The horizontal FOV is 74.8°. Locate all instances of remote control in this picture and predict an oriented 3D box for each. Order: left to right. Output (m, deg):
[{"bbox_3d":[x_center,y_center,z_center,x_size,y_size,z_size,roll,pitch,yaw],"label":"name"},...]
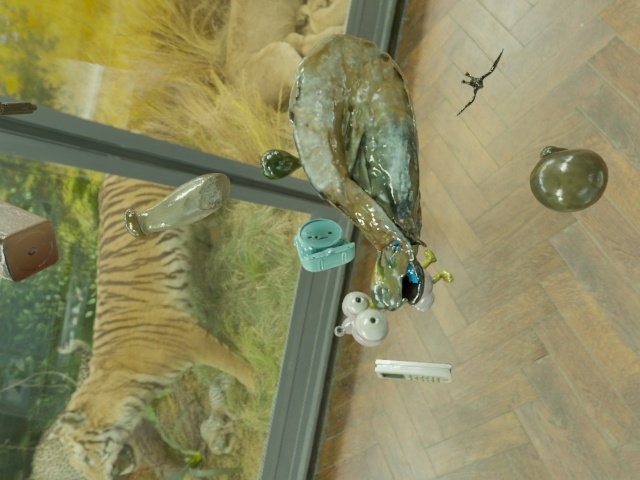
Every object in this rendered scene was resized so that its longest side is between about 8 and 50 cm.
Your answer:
[{"bbox_3d":[0.350,0.497,1.583,0.277,0.103,0.056,-2,59,16],"label":"remote control"}]

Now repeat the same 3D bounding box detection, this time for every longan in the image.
[{"bbox_3d":[0.657,-0.173,1.119,0.184,0.159,0.204,-24,59,8],"label":"longan"}]

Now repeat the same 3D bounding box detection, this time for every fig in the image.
[{"bbox_3d":[-0.130,-0.276,1.527,0.117,0.177,0.117,179,90,-81],"label":"fig"}]

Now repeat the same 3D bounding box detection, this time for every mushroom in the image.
[{"bbox_3d":[-0.444,-0.107,1.326,0.350,0.128,0.128,-24,59,-7],"label":"mushroom"}]

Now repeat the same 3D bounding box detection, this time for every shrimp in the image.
[{"bbox_3d":[0.078,-0.095,0.661,0.110,0.221,0.446,4,112,60],"label":"shrimp"}]

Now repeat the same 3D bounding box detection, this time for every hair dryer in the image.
[{"bbox_3d":[-0.817,-0.326,1.063,0.114,0.070,0.248,-36,18,11],"label":"hair dryer"}]

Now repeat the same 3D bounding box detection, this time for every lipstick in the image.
[{"bbox_3d":[-0.290,-0.014,0.344,0.145,0.045,0.045,18,123,14],"label":"lipstick"}]

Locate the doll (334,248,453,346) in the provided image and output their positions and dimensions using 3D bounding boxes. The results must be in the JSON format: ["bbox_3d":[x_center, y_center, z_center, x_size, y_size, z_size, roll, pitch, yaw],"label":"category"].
[{"bbox_3d":[0.193,0.164,1.154,0.160,0.365,0.094,54,160,19],"label":"doll"}]

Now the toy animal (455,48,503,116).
[{"bbox_3d":[0.477,-0.479,1.277,0.220,0.062,0.108,-59,20,23],"label":"toy animal"}]

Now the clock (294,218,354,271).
[{"bbox_3d":[0.000,0.000,1.750,0.094,0.223,0.274,89,158,-43],"label":"clock"}]
